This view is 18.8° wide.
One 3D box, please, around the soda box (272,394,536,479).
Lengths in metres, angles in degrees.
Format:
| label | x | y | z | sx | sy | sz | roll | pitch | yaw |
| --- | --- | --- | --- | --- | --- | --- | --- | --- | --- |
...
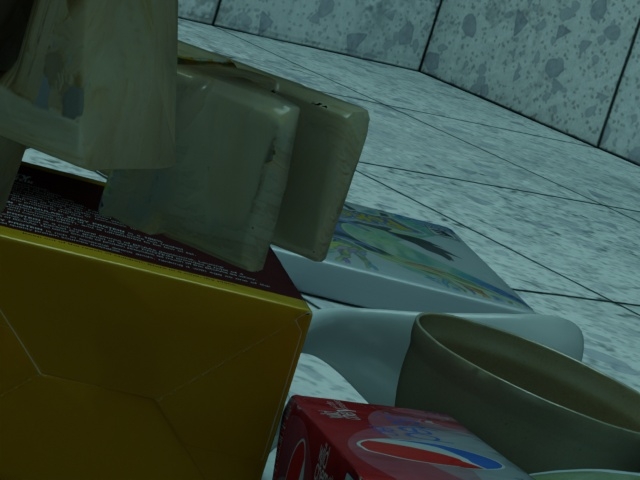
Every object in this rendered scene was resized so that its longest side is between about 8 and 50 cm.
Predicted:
| label | x | y | z | sx | sy | sz | roll | pitch | yaw |
| --- | --- | --- | --- | --- | --- | --- | --- | --- | --- |
| soda box | 0.036 | 0.130 | 0.882 | 0.092 | 0.083 | 0.263 | 8 | 2 | -8 |

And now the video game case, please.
| label | x | y | z | sx | sy | sz | roll | pitch | yaw |
| --- | --- | --- | --- | --- | --- | --- | --- | --- | --- |
| video game case | 0.000 | 0.000 | 1.732 | 0.329 | 0.036 | 0.300 | 15 | 11 | -15 |

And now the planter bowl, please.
| label | x | y | z | sx | sy | sz | roll | pitch | yaw |
| --- | --- | --- | --- | --- | --- | --- | --- | --- | --- |
| planter bowl | 0.108 | 0.122 | 1.089 | 0.162 | 0.109 | 0.162 | 21 | 10 | -4 |

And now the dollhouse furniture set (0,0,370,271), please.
| label | x | y | z | sx | sy | sz | roll | pitch | yaw |
| --- | --- | --- | --- | --- | --- | --- | --- | --- | --- |
| dollhouse furniture set | -0.180 | -0.039 | 0.707 | 0.256 | 0.394 | 0.362 | 22 | 12 | 24 |

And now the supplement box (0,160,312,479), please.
| label | x | y | z | sx | sy | sz | roll | pitch | yaw |
| --- | --- | --- | --- | --- | --- | --- | --- | --- | --- |
| supplement box | -0.127 | 0.048 | 1.052 | 0.191 | 0.129 | 0.194 | 14 | 12 | -15 |

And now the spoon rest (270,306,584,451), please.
| label | x | y | z | sx | sy | sz | roll | pitch | yaw |
| --- | --- | --- | --- | --- | --- | --- | --- | --- | --- |
| spoon rest | 0.055 | 0.085 | 1.201 | 0.276 | 0.137 | 0.084 | 1 | 56 | -44 |

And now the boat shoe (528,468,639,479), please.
| label | x | y | z | sx | sy | sz | roll | pitch | yaw |
| --- | --- | --- | --- | --- | --- | --- | --- | --- | --- |
| boat shoe | 0.196 | 0.160 | 0.912 | 0.302 | 0.109 | 0.094 | 10 | -31 | 29 |
